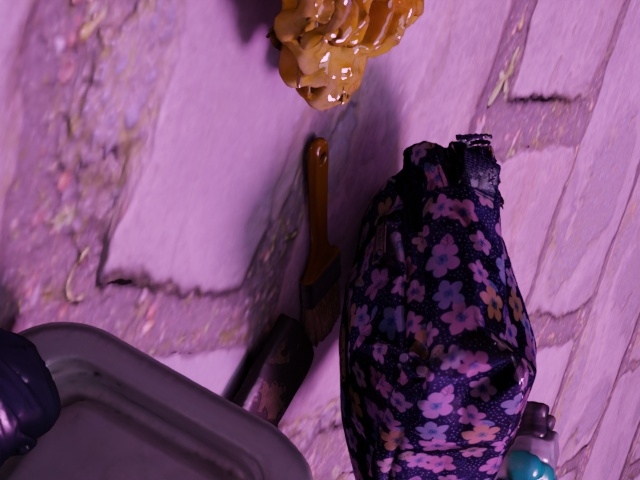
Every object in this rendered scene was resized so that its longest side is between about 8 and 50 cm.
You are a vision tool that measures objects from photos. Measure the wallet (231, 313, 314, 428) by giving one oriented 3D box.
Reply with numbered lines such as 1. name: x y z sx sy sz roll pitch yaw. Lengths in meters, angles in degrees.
1. wallet: -0.050 0.127 1.022 0.157 0.018 0.082 -60 156 -19

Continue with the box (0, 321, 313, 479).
1. box: -0.142 0.222 0.729 0.312 0.175 0.182 -55 162 -28

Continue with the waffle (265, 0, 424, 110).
1. waffle: 0.044 -0.205 0.854 0.281 0.060 0.262 97 20 -49

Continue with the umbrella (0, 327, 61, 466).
1. umbrella: -0.199 0.074 0.599 0.248 0.071 0.071 -9 119 -59

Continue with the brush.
1. brush: 0.000 0.000 1.021 0.043 0.014 0.170 -50 151 -39

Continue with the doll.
1. doll: 0.188 0.307 1.583 0.258 0.153 0.195 -67 145 -48

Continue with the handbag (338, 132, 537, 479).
1. handbag: 0.077 0.053 1.051 0.229 0.126 0.208 96 -6 -54
